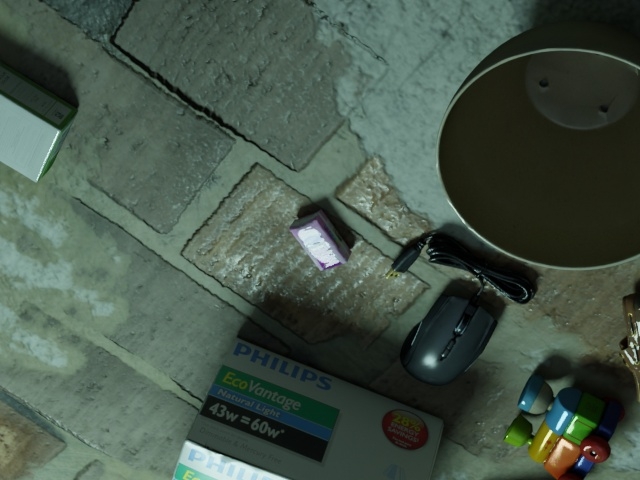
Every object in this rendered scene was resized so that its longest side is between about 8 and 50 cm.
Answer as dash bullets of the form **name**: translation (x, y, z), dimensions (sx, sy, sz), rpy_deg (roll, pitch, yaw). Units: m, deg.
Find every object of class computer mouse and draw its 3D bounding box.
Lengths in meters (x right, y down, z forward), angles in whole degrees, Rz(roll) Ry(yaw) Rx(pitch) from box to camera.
- **computer mouse**: translation (0.157, 0.109, 1.689), dimensions (0.184, 0.060, 0.262), rpy_deg (31, 130, -8)

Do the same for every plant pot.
- **plant pot**: translation (0.286, -0.134, 1.369), dimensions (0.284, 0.191, 0.284), rpy_deg (9, 128, 11)

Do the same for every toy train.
- **toy train**: translation (0.328, 0.306, 1.767), dimensions (0.143, 0.105, 0.248), rpy_deg (28, 131, 10)

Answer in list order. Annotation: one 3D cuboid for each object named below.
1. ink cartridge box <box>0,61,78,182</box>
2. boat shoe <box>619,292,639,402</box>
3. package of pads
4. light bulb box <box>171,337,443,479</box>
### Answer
- **ink cartridge box**: translation (-0.449, -0.182, 1.662), dimensions (0.209, 0.062, 0.109), rpy_deg (31, 130, -6)
- **boat shoe**: translation (0.431, 0.144, 1.627), dimensions (0.060, 0.064, 0.178), rpy_deg (5, 122, 21)
- **package of pads**: translation (0.000, 0.000, 1.675), dimensions (0.050, 0.032, 0.083), rpy_deg (-19, 119, 33)
- **light bulb box**: translation (-0.047, 0.397, 1.877), dimensions (0.358, 0.225, 0.361), rpy_deg (22, 131, 2)
